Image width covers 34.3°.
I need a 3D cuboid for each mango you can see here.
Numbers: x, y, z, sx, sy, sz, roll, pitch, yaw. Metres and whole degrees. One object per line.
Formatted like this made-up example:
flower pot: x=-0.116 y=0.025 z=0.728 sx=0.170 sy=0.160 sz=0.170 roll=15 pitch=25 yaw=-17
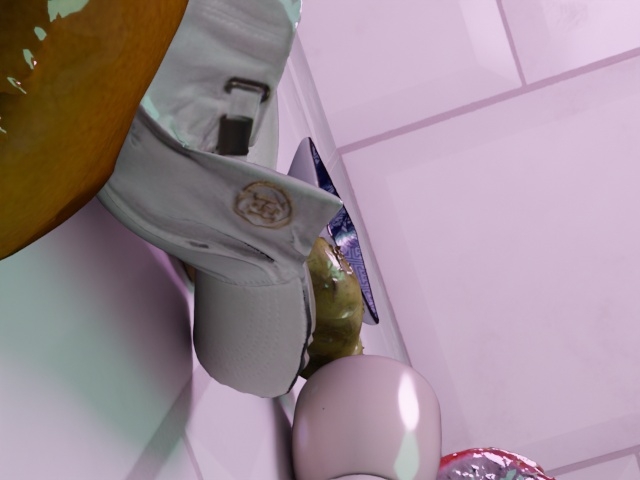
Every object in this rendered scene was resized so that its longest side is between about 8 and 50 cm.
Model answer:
mango: x=-0.129 y=-0.095 z=0.433 sx=0.166 sy=0.136 sz=0.236 roll=-42 pitch=-148 yaw=52

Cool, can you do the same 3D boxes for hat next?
hat: x=-0.091 y=-0.037 z=0.707 sx=0.258 sy=0.168 sz=0.301 roll=-97 pitch=-168 yaw=-48

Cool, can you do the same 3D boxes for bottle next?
bottle: x=0.040 y=0.231 z=0.960 sx=0.236 sy=0.147 sz=0.148 roll=-82 pitch=154 yaw=-56

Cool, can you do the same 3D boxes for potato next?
potato: x=-0.009 y=0.077 z=1.047 sx=0.090 sy=0.117 sz=0.225 roll=-58 pitch=151 yaw=-33

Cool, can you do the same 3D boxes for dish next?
dish: x=0.000 y=0.000 z=1.436 sx=0.243 sy=0.080 sz=0.182 roll=60 pitch=13 yaw=-51

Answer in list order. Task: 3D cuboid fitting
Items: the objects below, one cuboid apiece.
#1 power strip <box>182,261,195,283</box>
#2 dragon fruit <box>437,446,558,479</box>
power strip: x=-0.130 y=-0.084 z=0.806 sx=0.064 sy=0.044 sz=0.305 roll=-97 pitch=168 yaw=-55
dragon fruit: x=0.166 y=0.382 z=1.094 sx=0.189 sy=0.290 sz=0.291 roll=117 pitch=-32 yaw=-49
